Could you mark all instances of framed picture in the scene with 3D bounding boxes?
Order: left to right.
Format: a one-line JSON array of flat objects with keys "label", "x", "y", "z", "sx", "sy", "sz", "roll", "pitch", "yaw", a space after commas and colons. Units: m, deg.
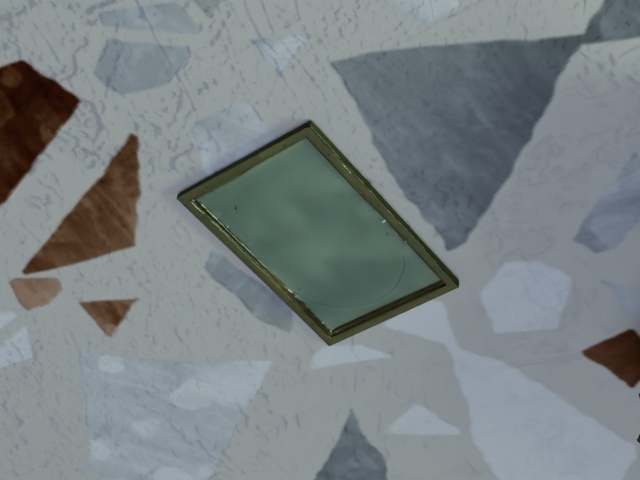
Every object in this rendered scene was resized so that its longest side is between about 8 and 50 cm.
[{"label": "framed picture", "x": 0.000, "y": 0.000, "z": 1.183, "sx": 0.136, "sy": 0.010, "sz": 0.201, "roll": -26, "pitch": 124, "yaw": 29}]

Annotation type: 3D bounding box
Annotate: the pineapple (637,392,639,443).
[{"label": "pineapple", "x": 0.325, "y": 0.034, "z": 1.072, "sx": 0.165, "sy": 0.165, "sz": 0.365, "roll": 2, "pitch": 131, "yaw": 6}]
